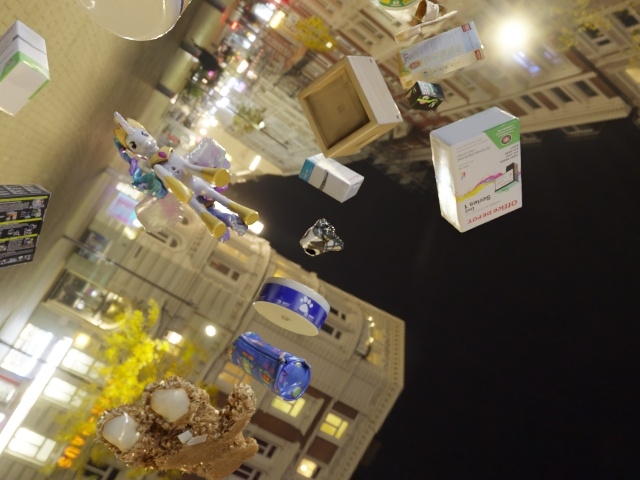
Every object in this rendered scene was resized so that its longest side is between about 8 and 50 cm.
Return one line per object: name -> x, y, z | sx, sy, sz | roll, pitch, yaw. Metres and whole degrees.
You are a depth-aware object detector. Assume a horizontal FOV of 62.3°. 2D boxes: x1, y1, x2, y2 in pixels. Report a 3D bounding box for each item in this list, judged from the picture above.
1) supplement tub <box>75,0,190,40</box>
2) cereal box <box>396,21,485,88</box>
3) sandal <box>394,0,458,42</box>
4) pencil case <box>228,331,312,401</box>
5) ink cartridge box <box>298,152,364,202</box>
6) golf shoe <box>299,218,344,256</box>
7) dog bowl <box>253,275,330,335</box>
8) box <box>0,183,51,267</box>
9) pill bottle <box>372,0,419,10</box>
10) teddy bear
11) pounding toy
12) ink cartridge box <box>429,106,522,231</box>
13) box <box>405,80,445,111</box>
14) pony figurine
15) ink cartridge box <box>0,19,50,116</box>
supplement tub -> -0.343, -0.599, 1.077 | 0.241, 0.241, 0.331 | -33, -148, 52
cereal box -> 0.347, -0.545, 1.555 | 0.240, 0.047, 0.172 | -15, -138, 20
sandal -> 0.301, -0.653, 1.526 | 0.240, 0.079, 0.088 | -34, -158, -23
pencil case -> -0.157, 0.366, 1.582 | 0.119, 0.133, 0.306 | -29, -153, -31
ink cartridge box -> 0.040, -0.228, 1.905 | 0.140, 0.191, 0.082 | -34, 153, -59
golf shoe -> 0.000, 0.000, 1.394 | 0.094, 0.077, 0.198 | -35, 160, 7
dog bowl -> -0.106, 0.242, 1.934 | 0.265, 0.265, 0.104 | -25, -145, 59
box -> -0.822, -0.028, 1.308 | 0.270, 0.060, 0.216 | -21, 137, -65
pill bottle -> 0.135, -0.512, 0.916 | 0.117, 0.118, 0.208 | -61, 167, -11
teddy bear -> -0.240, 0.326, 0.937 | 0.245, 0.338, 0.113 | -47, -129, 9
pounding toy -> 0.037, -0.206, 0.820 | 0.141, 0.130, 0.100 | -27, 175, 41
ink cartridge box -> 0.427, -0.189, 1.437 | 0.202, 0.278, 0.117 | -23, -145, -7
box -> 0.294, -0.404, 1.487 | 0.062, 0.083, 0.052 | -48, -131, 53
pony figurine -> -0.324, -0.140, 1.293 | 0.302, 0.364, 0.351 | -49, 152, -11
ink cartridge box -> -1.052, -0.596, 1.825 | 0.198, 0.115, 0.272 | -36, -127, 15
